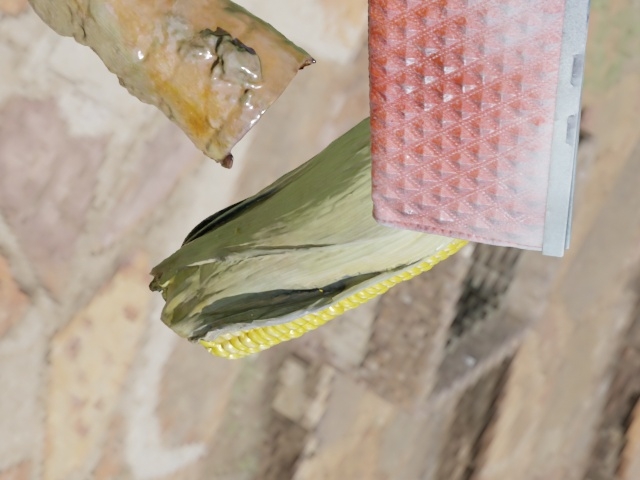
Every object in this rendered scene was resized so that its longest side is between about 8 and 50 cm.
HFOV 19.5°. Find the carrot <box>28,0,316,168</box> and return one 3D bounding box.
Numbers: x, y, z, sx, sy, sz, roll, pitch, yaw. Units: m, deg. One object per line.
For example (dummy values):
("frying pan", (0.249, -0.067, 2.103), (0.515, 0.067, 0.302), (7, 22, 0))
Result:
("carrot", (-0.128, -0.164, 1.189), (0.102, 0.263, 0.102), (-48, -177, 4))

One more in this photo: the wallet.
("wallet", (0.071, -0.067, 0.867), (0.196, 0.103, 0.020), (85, 19, -50))

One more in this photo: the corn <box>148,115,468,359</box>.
("corn", (-0.003, -0.003, 1.405), (0.305, 0.123, 0.122), (-30, 168, 34))
